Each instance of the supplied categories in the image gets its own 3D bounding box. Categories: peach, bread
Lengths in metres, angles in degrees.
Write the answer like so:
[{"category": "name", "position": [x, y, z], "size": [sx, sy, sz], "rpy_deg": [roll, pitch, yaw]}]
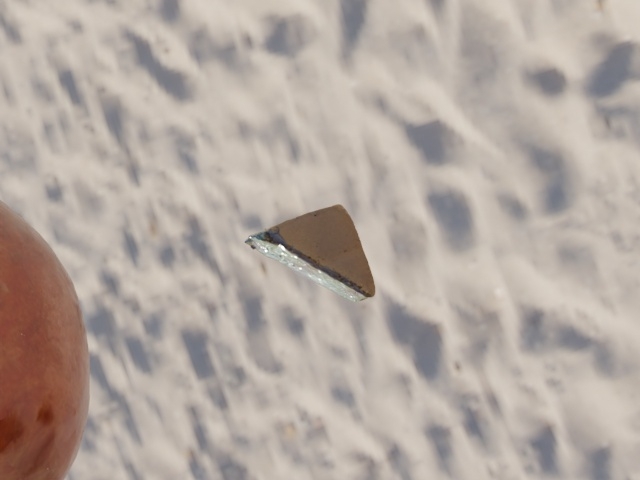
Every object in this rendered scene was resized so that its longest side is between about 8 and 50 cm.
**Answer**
[{"category": "peach", "position": [-0.230, 0.056, 0.930], "size": [0.232, 0.257, 0.232], "rpy_deg": [11, 141, 9]}, {"category": "bread", "position": [0.000, 0.000, 1.366], "size": [0.043, 0.109, 0.062], "rpy_deg": [-26, 40, 66]}]
